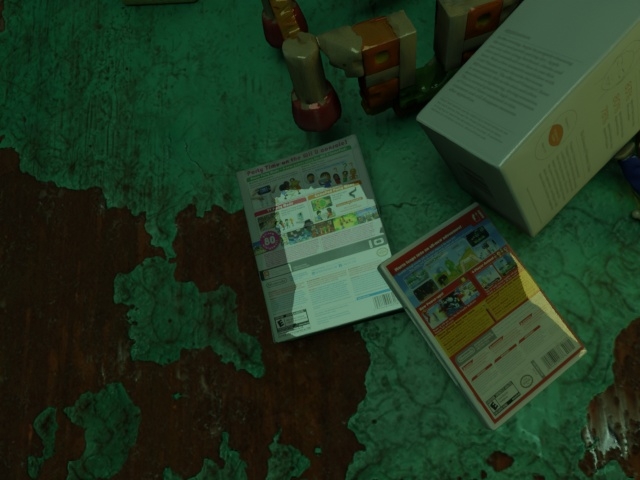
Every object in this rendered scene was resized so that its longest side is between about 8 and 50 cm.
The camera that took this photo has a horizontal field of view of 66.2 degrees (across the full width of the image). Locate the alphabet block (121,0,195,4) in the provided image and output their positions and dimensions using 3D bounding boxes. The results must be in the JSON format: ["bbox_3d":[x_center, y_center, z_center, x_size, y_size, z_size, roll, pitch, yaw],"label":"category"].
[{"bbox_3d":[-0.360,-0.628,1.000,0.192,0.197,0.194,5,79,14],"label":"alphabet block"}]

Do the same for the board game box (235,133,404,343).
[{"bbox_3d":[0.000,0.000,0.843,0.223,0.097,0.304,-16,77,8],"label":"board game box"}]

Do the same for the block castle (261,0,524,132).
[{"bbox_3d":[0.133,-0.382,0.841,0.453,0.213,0.303,-19,63,1],"label":"block castle"}]

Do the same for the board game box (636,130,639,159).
[{"bbox_3d":[0.638,-0.269,0.776,0.242,0.064,0.317,2,79,13],"label":"board game box"}]

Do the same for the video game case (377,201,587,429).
[{"bbox_3d":[0.247,0.106,0.751,0.204,0.025,0.285,-31,81,-16],"label":"video game case"}]

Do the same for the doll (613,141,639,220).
[{"bbox_3d":[0.528,-0.070,0.736,0.189,0.129,0.046,52,53,-8],"label":"doll"}]

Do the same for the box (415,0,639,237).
[{"bbox_3d":[0.345,-0.213,0.713,0.345,0.215,0.168,-46,48,5],"label":"box"}]
